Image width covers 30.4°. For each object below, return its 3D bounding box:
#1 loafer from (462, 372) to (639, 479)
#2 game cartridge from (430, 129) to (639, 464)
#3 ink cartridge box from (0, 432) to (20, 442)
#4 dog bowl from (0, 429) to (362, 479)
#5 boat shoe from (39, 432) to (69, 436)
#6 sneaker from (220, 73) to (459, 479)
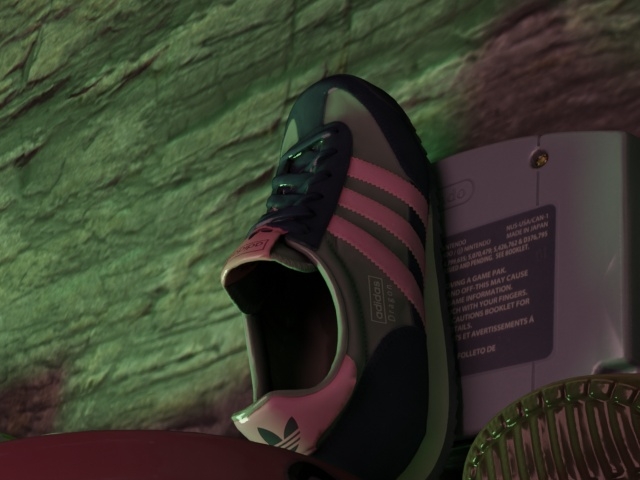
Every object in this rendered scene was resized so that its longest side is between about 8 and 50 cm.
[{"bbox_3d":[0.188,0.107,0.550,0.269,0.092,0.101,-21,58,38],"label":"loafer"},{"bbox_3d":[0.083,0.043,0.754,0.297,0.062,0.198,-19,50,43],"label":"game cartridge"},{"bbox_3d":[-0.455,0.309,1.180,0.354,0.119,0.207,-21,54,41],"label":"ink cartridge box"},{"bbox_3d":[-0.101,0.243,0.561,0.408,0.408,0.150,-40,39,28],"label":"dog bowl"},{"bbox_3d":[-0.214,0.250,0.915,0.367,0.136,0.156,-22,52,45],"label":"boat shoe"},{"bbox_3d":[0.000,0.000,0.726,0.112,0.131,0.319,-37,43,31],"label":"sneaker"}]
